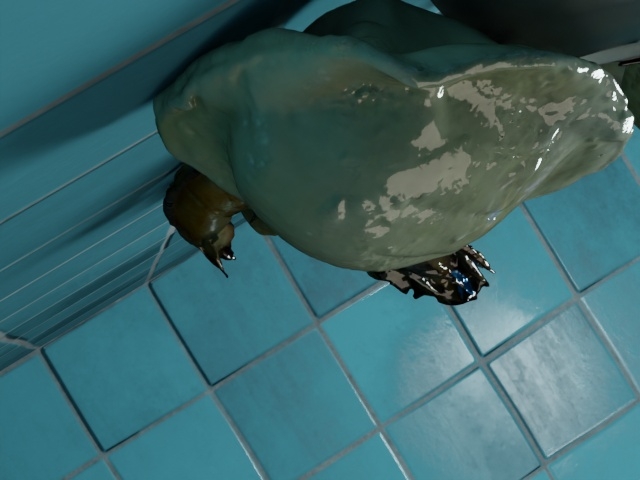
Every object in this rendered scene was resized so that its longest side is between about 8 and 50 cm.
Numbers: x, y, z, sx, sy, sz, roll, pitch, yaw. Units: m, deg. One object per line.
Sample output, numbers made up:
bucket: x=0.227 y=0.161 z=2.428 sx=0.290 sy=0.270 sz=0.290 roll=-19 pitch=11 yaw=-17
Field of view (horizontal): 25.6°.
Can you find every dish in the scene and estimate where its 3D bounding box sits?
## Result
dish: x=0.175 y=-0.137 z=0.740 sx=0.260 sy=0.085 sz=0.260 roll=-13 pitch=-179 yaw=0

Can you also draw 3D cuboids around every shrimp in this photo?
shrimp: x=0.000 y=0.000 z=1.156 sx=0.222 sy=0.290 sz=0.054 roll=-21 pitch=-129 yaw=44

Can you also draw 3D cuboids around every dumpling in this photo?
dumpling: x=0.051 y=-0.059 z=0.703 sx=0.252 sy=0.131 sz=0.179 roll=10 pitch=156 yaw=-18

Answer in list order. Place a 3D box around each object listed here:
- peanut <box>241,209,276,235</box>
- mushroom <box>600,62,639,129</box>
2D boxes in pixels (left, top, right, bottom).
peanut: x=0.018 y=-0.074 z=1.204 sx=0.111 sy=0.125 sz=0.274 roll=2 pitch=163 yaw=-42
mushroom: x=0.268 y=-0.193 z=1.077 sx=0.195 sy=0.189 sz=0.254 roll=10 pitch=-157 yaw=-6
